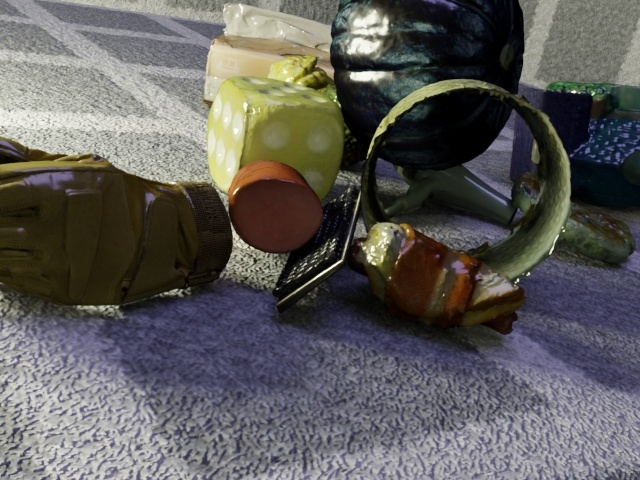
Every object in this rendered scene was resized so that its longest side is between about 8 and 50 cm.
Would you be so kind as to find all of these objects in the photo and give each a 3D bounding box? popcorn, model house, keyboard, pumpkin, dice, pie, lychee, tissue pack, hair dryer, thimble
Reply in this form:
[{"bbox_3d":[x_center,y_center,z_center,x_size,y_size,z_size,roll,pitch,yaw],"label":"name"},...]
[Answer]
[{"bbox_3d":[-0.065,-0.271,1.600,0.173,0.168,0.195,35,66,24],"label":"popcorn"},{"bbox_3d":[0.549,-0.199,1.623,0.312,0.245,0.280,14,14,31],"label":"model house"},{"bbox_3d":[0.000,0.000,0.986,0.027,0.106,0.317,51,15,-10],"label":"keyboard"},{"bbox_3d":[0.170,-0.284,1.256,0.266,0.364,0.363,10,17,26],"label":"pumpkin"},{"bbox_3d":[-0.074,-0.155,1.242,0.169,0.166,0.169,2,22,-28],"label":"dice"},{"bbox_3d":[0.423,-0.040,1.351,0.240,0.054,0.240,24,22,-10],"label":"pie"},{"bbox_3d":[0.043,-0.212,1.484,0.171,0.171,0.171,11,20,-4],"label":"lychee"},{"bbox_3d":[-0.087,-0.392,1.778,0.305,0.239,0.238,12,20,-2],"label":"tissue pack"},{"bbox_3d":[0.221,-0.059,1.337,0.229,0.092,0.267,20,34,1],"label":"hair dryer"},{"bbox_3d":[0.185,-0.074,1.057,0.270,0.271,0.150,13,18,0],"label":"thimble"}]

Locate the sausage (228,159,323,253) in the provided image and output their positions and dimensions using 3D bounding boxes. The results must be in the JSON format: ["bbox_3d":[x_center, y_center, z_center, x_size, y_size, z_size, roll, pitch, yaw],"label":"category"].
[{"bbox_3d":[-0.062,-0.048,1.019,0.113,0.114,0.259,10,7,-7],"label":"sausage"}]

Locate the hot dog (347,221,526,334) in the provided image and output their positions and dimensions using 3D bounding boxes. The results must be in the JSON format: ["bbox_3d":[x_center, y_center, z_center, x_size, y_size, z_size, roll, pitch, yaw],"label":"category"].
[{"bbox_3d":[0.130,0.051,0.932,0.213,0.103,0.146,26,1,8],"label":"hot dog"}]

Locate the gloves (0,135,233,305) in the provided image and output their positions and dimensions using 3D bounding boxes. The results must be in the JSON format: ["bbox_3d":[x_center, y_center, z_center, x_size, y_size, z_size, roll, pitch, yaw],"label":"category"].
[{"bbox_3d":[-0.239,-0.013,0.800,0.331,0.154,0.141,4,19,-42],"label":"gloves"}]
